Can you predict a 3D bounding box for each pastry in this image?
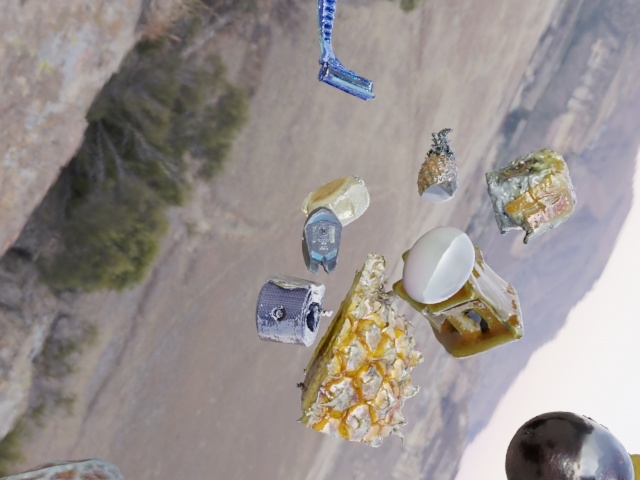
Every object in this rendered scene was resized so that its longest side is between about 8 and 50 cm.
[{"bbox_3d":[0.038,-0.090,2.215,0.088,0.165,0.166,60,40,-19],"label":"pastry"}]

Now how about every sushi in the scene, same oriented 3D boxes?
[{"bbox_3d":[0.454,-0.103,2.000,0.274,0.184,0.139,-60,129,-70],"label":"sushi"}]

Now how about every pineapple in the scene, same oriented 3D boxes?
[{"bbox_3d":[0.295,-0.193,2.295,0.108,0.108,0.198,91,5,-63],"label":"pineapple"},{"bbox_3d":[0.110,0.187,1.555,0.286,0.209,0.344,-63,-176,8],"label":"pineapple"}]

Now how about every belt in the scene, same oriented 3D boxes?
[{"bbox_3d":[-0.049,0.141,1.855,0.230,0.126,0.140,19,77,-80],"label":"belt"}]

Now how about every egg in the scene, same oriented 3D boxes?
[{"bbox_3d":[0.189,0.040,1.480,0.135,0.103,0.103,-54,168,2],"label":"egg"}]

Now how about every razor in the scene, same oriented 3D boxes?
[{"bbox_3d":[0.015,-0.346,1.276,0.093,0.056,0.324,13,65,-42],"label":"razor"}]

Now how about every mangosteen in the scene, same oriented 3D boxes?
[{"bbox_3d":[0.423,0.432,1.623,0.265,0.228,0.228,-55,166,-18],"label":"mangosteen"}]

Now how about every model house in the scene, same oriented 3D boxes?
[{"bbox_3d":[0.250,0.105,1.840,0.268,0.239,0.173,-29,-155,43],"label":"model house"}]

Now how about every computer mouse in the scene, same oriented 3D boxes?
[{"bbox_3d":[0.000,0.000,1.795,0.047,0.079,0.135,-168,-104,-72],"label":"computer mouse"}]

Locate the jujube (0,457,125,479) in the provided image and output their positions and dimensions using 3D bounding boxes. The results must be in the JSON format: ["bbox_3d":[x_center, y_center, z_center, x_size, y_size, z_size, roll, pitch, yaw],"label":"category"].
[{"bbox_3d":[-0.413,0.434,1.303,0.308,0.215,0.246,-21,-169,-26],"label":"jujube"}]

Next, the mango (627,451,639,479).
[{"bbox_3d":[0.823,0.661,2.212,0.142,0.332,0.195,-25,143,-8],"label":"mango"}]
